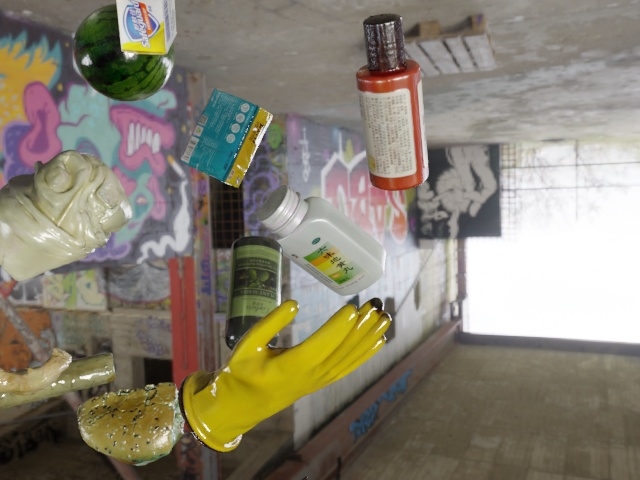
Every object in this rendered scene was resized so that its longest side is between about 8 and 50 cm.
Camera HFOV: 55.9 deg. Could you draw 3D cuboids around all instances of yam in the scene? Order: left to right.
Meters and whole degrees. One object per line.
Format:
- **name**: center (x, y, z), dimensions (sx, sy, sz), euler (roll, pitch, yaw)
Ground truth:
- **yam**: center (-0.619, 0.300, 1.243), dimensions (0.372, 0.083, 0.083), euler (-7, -175, -17)

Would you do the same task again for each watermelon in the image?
- **watermelon**: center (-0.486, -0.466, 1.507), dimensions (0.243, 0.242, 0.242), euler (-1, -177, 0)

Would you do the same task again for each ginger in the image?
- **ginger**: center (-0.600, 0.255, 1.089), dimensions (0.288, 0.089, 0.075), euler (-14, -146, -23)

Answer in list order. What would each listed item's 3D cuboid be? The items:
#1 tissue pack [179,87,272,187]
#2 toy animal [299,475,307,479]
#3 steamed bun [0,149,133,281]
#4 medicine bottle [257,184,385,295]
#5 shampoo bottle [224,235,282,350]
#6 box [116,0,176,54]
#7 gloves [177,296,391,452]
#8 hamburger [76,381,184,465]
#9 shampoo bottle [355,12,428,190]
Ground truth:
- **tissue pack**: center (-0.187, -0.205, 1.211), dimensions (0.120, 0.169, 0.082), euler (26, -179, 21)
- **toy animal**: center (-0.029, 0.640, 1.316), dimensions (0.260, 0.243, 0.087), euler (-31, 141, -4)
- **steamed bun**: center (-0.566, -0.076, 1.299), dimensions (0.275, 0.206, 0.320), euler (-12, -149, 10)
- **medicine bottle**: center (0.000, 0.000, 1.486), dimensions (0.324, 0.124, 0.179), euler (40, 131, -25)
- **shampoo bottle**: center (-0.125, 0.135, 1.124), dimensions (0.101, 0.283, 0.101), euler (1, 154, 0)
- **box**: center (-0.366, -0.543, 1.262), dimensions (0.097, 0.265, 0.168), euler (2, -145, -6)
- **gloves**: center (-0.035, 0.159, 0.784), dimensions (0.294, 0.116, 0.133), euler (-34, 156, 17)
- **hamburger**: center (-0.451, 0.457, 1.474), dimensions (0.288, 0.192, 0.167), euler (-10, 144, 1)
- **shampoo bottle**: center (0.116, -0.225, 0.985), dimensions (0.105, 0.278, 0.104), euler (-8, -149, 5)
